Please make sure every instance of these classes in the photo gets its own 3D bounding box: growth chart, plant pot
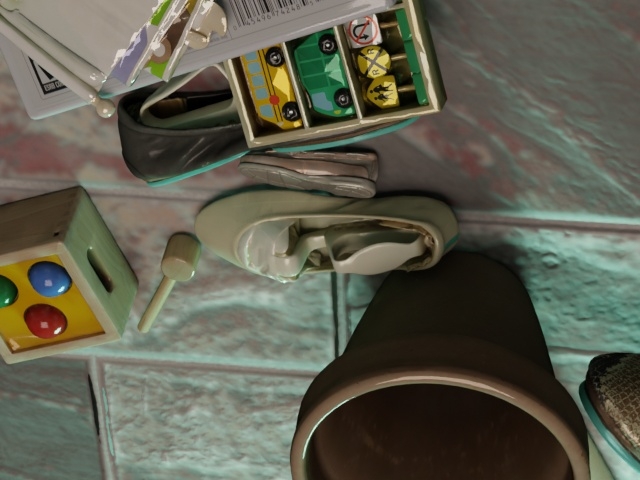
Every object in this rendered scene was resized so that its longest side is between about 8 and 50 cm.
[{"bbox_3d":[-0.149,-0.204,1.442,0.172,0.021,0.237,44,116,-4],"label":"growth chart"},{"bbox_3d":[0.116,0.137,1.682,0.263,0.229,0.263,5,130,6],"label":"plant pot"}]

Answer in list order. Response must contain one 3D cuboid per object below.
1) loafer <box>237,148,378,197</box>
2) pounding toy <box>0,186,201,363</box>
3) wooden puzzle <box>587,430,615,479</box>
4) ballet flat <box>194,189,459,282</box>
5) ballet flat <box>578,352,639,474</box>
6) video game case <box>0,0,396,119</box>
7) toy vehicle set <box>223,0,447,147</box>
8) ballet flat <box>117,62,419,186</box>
[{"bbox_3d":[-0.009,-0.067,1.663,0.125,0.039,0.045,10,164,5],"label":"loafer"},{"bbox_3d":[-0.215,0.049,1.754,0.206,0.094,0.181,-13,127,20],"label":"pounding toy"},{"bbox_3d":[0.186,0.279,1.914,0.238,0.044,0.221,-17,125,22],"label":"wooden puzzle"},{"bbox_3d":[0.000,0.000,1.684,0.248,0.086,0.086,-3,129,13],"label":"ballet flat"},{"bbox_3d":[0.421,0.216,1.751,0.182,0.164,0.483,-32,130,15],"label":"ballet flat"},{"bbox_3d":[-0.139,-0.275,1.443,0.329,0.036,0.300,-15,107,22],"label":"video game case"},{"bbox_3d":[-0.012,-0.216,1.473,0.166,0.035,0.267,-11,107,18],"label":"toy vehicle set"},{"bbox_3d":[-0.053,-0.116,1.590,0.280,0.095,0.096,-13,118,19],"label":"ballet flat"}]
